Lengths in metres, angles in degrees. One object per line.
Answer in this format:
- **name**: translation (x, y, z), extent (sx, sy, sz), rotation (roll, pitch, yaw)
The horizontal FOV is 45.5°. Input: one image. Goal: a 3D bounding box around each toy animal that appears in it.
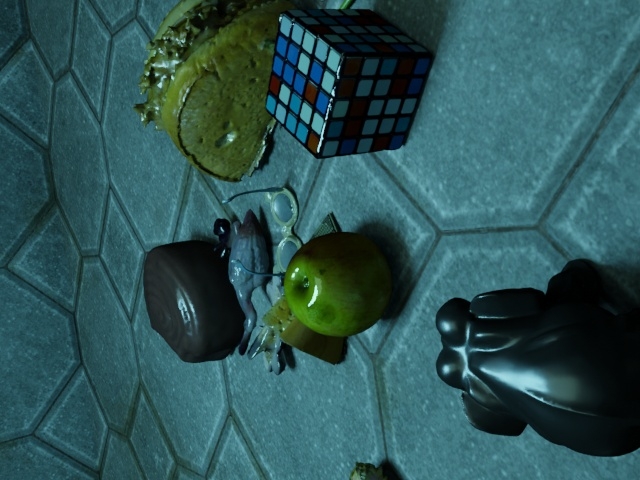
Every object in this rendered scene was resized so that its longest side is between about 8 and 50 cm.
- **toy animal**: translation (-0.166, 0.069, 1.720), extent (0.195, 0.090, 0.324), rotation (-58, 41, 47)

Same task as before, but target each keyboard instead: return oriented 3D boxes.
- **keyboard**: translation (0.000, 0.000, 1.525), extent (0.129, 0.015, 0.049), rotation (-53, 55, 48)

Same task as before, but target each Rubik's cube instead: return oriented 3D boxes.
- **Rubik's cube**: translation (0.041, -0.260, 1.246), extent (0.182, 0.187, 0.184), rotation (47, 137, 39)

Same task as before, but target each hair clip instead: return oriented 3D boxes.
- **hair clip**: translation (-0.104, 0.185, 1.685), extent (0.146, 0.075, 0.257), rotation (-120, 43, -53)

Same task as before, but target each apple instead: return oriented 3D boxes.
- **apple**: translation (0.028, 0.078, 1.363), extent (0.196, 0.196, 0.196), rotation (20, 115, 53)

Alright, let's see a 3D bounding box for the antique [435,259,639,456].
- **antique**: translation (0.299, 0.135, 0.906), extent (0.322, 0.255, 0.185), rotation (24, 120, 54)

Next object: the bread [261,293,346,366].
- **bread**: translation (-0.003, 0.163, 1.542), extent (0.140, 0.169, 0.160), rotation (30, 163, 50)

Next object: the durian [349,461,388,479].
- **durian**: translation (0.137, 0.574, 1.398), extent (0.191, 0.112, 0.341), rotation (100, 151, -42)

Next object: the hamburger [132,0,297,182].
- **hamburger**: translation (-0.235, -0.339, 1.553), extent (0.268, 0.287, 0.445), rotation (60, 140, 30)

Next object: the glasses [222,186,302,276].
- **glasses**: translation (-0.105, -0.017, 1.532), extent (0.088, 0.220, 0.190), rotation (-7, 88, 20)

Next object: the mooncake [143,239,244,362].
- **mooncake**: translation (-0.335, 0.155, 1.930), extent (0.326, 0.174, 0.334), rotation (62, 141, 21)

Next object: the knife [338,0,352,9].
- **knife**: translation (0.070, -0.441, 1.302), extent (0.026, 0.022, 0.184), rotation (48, 140, 2)
